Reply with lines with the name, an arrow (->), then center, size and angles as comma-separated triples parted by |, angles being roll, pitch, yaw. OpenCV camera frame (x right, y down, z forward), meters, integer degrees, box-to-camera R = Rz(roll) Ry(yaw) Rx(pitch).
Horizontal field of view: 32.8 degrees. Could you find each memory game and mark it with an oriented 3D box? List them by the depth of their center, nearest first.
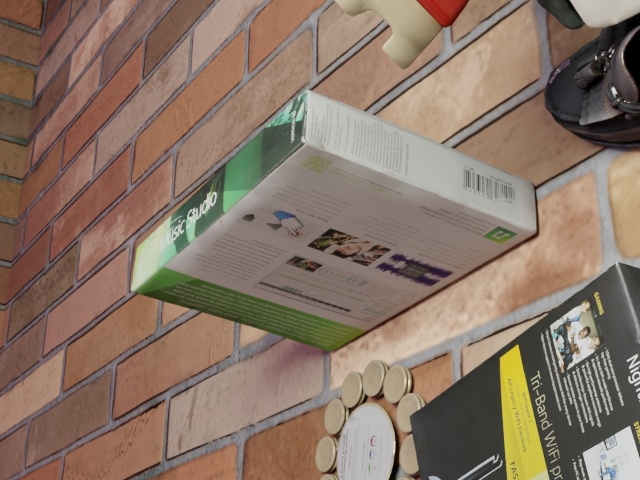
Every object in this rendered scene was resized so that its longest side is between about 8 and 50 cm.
memory game -> 0.046, 0.204, 1.030 | 0.186, 0.012, 0.186 | -32, 51, 51

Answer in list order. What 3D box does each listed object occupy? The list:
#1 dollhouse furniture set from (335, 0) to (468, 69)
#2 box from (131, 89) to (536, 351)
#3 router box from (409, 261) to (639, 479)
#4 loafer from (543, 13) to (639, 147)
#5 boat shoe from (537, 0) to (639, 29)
dollhouse furniture set -> 0.113, -0.337, 0.815 | 0.152, 0.201, 0.374 | -31, 20, 54
box -> 0.000, 0.000, 0.979 | 0.322, 0.232, 0.058 | -37, 42, 47
router box -> 0.180, 0.208, 0.724 | 0.243, 0.081, 0.309 | -45, 41, 42
loafer -> 0.251, -0.133, 0.743 | 0.302, 0.095, 0.109 | -4, 73, 59
boat shoe -> 0.294, -0.266, 0.699 | 0.340, 0.127, 0.158 | -19, 26, 41
